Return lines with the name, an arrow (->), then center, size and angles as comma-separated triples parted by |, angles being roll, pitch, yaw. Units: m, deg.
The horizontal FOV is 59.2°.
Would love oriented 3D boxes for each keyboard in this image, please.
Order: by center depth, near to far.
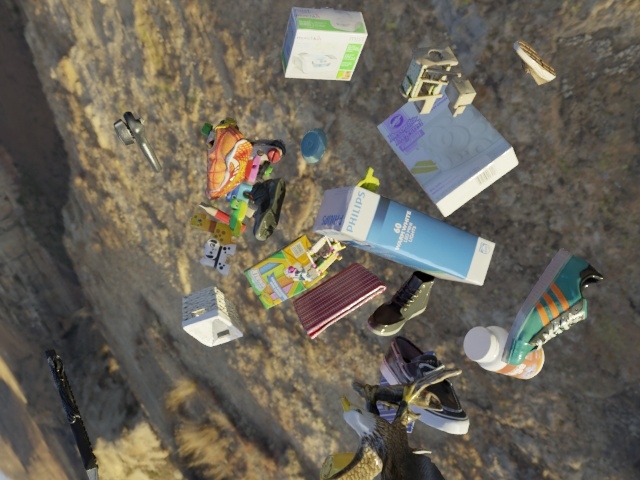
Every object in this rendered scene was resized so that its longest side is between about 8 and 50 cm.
keyboard -> -0.562, 0.378, 1.271 | 0.317, 0.033, 0.201 | 53, 149, 28

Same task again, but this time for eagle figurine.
eagle figurine -> 0.085, 0.329, 0.842 | 0.225, 0.298, 0.226 | 26, 127, -4

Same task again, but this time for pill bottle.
pill bottle -> 0.497, 0.302, 1.539 | 0.121, 0.216, 0.121 | -33, 47, 45

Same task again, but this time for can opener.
can opener -> -0.457, -0.249, 1.442 | 0.186, 0.073, 0.059 | 67, 178, -50

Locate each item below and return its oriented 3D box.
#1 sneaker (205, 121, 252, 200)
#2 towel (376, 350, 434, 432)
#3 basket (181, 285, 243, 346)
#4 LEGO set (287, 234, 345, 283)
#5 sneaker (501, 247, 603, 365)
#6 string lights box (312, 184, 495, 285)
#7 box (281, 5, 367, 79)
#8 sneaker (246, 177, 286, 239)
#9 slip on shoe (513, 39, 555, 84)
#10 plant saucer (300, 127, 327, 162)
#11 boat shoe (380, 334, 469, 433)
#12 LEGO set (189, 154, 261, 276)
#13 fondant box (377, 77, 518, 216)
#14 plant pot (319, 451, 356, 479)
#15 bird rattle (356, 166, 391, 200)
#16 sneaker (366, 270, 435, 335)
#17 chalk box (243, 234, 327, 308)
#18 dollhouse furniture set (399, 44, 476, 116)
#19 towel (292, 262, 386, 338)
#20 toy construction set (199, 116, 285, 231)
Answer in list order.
sneaker -> -0.159, -0.127, 0.927 | 0.067, 0.064, 0.175 | 50, 142, 11
towel -> 0.293, 0.563, 2.072 | 0.040, 0.336, 0.243 | 42, 140, -18
basket -> -0.301, 0.210, 1.566 | 0.167, 0.113, 0.103 | 59, -165, -58
LEGO set -> 0.000, 0.000, 1.775 | 0.132, 0.287, 0.107 | 1, 136, 31
sneaker -> 0.509, 0.159, 1.231 | 0.121, 0.302, 0.108 | 31, 165, 25
string lights box -> 0.132, -0.005, 0.914 | 0.259, 0.077, 0.133 | 21, 175, -20
box -> 0.008, -0.717, 2.059 | 0.231, 0.262, 0.127 | 119, 145, -58
sneaker -> -0.198, -0.100, 1.824 | 0.130, 0.228, 0.087 | 0, 152, 24
slip on shoe -> 0.454, -0.382, 1.220 | 0.041, 0.135, 0.051 | -31, 50, 43
plant saucer -> -0.029, -0.323, 1.906 | 0.119, 0.021, 0.119 | -6, 81, 41
boat shoe -> 0.223, 0.294, 1.201 | 0.301, 0.108, 0.102 | -136, 58, -68
LEGO set -> -0.187, -0.051, 1.040 | 0.093, 0.227, 0.087 | 16, 166, -9
fondant box -> 0.341, -0.265, 1.554 | 0.096, 0.238, 0.330 | 37, -161, -54
plant pot -> 0.055, 0.587, 1.408 | 0.095, 0.134, 0.134 | 27, 155, -13
bird rattle -> 0.134, -0.077, 1.531 | 0.207, 0.253, 0.143 | 27, 126, -2
sneaker -> 0.204, 0.152, 1.441 | 0.083, 0.222, 0.118 | 35, 130, 28
chalk box -> -0.156, 0.134, 2.176 | 0.289, 0.180, 0.179 | -30, 93, 36
dollhouse furniture set -> 0.255, -0.327, 1.318 | 0.182, 0.101, 0.161 | 107, 147, -57
towel -> 0.036, 0.130, 1.296 | 0.031, 0.199, 0.275 | 58, 177, -11
toy construction set -> -0.265, -0.200, 1.608 | 0.237, 0.309, 0.257 | 29, 139, -13
